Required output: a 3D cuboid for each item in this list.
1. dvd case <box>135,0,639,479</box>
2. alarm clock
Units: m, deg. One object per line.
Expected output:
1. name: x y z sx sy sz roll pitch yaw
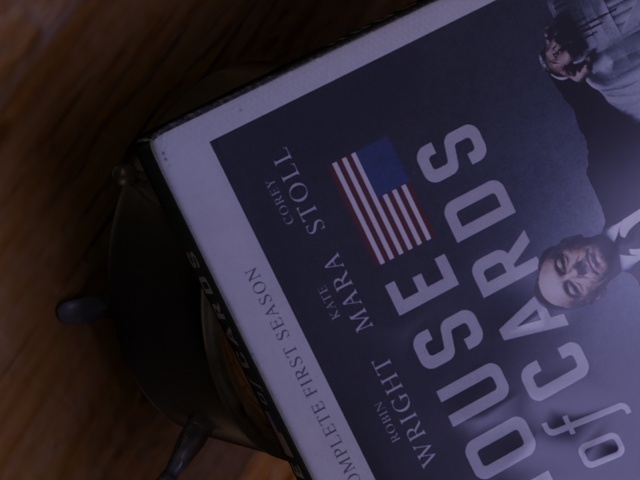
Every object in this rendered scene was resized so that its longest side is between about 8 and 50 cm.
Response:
1. dvd case: 0.089 -0.002 0.502 0.238 0.029 0.179 -27 96 -13
2. alarm clock: 0.000 0.000 0.569 0.192 0.064 0.129 -22 114 -43
